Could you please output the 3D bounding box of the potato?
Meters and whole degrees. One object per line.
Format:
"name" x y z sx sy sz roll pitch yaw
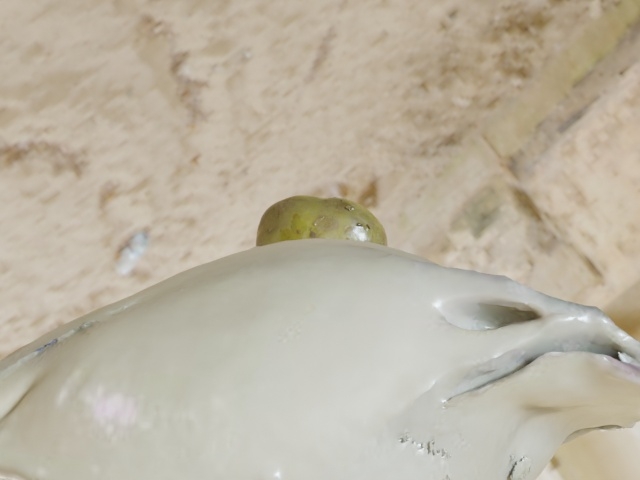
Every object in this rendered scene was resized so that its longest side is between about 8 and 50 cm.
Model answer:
"potato" 0.000 0.000 1.274 0.138 0.091 0.070 5 177 8

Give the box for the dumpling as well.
"dumpling" -0.013 0.102 0.640 0.341 0.181 0.260 -32 161 1
